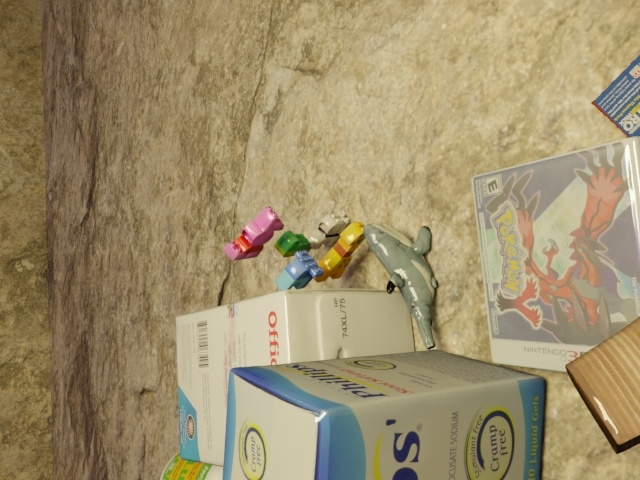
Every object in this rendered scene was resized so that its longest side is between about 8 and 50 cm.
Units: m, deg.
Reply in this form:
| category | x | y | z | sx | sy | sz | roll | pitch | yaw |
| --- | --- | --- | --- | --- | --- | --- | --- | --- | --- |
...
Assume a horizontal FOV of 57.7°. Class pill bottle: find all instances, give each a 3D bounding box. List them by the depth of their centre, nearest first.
| category | x | y | z | sx | sy | sz | roll | pitch | yaw |
| --- | --- | --- | --- | --- | --- | --- | --- | --- | --- |
| pill bottle | -0.145 | 0.397 | 0.917 | 0.246 | 0.137 | 0.136 | -21 | 71 | 49 |

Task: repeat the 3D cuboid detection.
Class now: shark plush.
| category | x | y | z | sx | sy | sz | roll | pitch | yaw |
| --- | --- | --- | --- | --- | --- | --- | --- | --- | --- |
| shark plush | 0.097 | 0.054 | 0.696 | 0.073 | 0.067 | 0.161 | -27 | 66 | 47 |

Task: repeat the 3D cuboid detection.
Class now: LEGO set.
| category | x | y | z | sx | sy | sz | roll | pitch | yaw |
| --- | --- | --- | --- | --- | --- | --- | --- | --- | --- |
| LEGO set | 0.000 | 0.000 | 0.731 | 0.087 | 0.227 | 0.093 | 48 | 116 | 18 |

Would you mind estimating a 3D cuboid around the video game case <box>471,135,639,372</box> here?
| category | x | y | z | sx | sy | sz | roll | pitch | yaw |
| --- | --- | --- | --- | --- | --- | --- | --- | --- | --- |
| video game case | 0.222 | 0.022 | 0.540 | 0.183 | 0.023 | 0.201 | -10 | 85 | 59 |

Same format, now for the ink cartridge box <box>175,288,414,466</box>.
| category | x | y | z | sx | sy | sz | roll | pitch | yaw |
| --- | --- | --- | --- | --- | --- | --- | --- | --- | --- |
| ink cartridge box | -0.038 | 0.178 | 0.750 | 0.270 | 0.197 | 0.198 | -18 | 73 | 49 |

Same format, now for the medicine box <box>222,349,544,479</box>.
| category | x | y | z | sx | sy | sz | roll | pitch | yaw |
| --- | --- | --- | --- | --- | --- | --- | --- | --- | --- |
| medicine box | 0.062 | 0.252 | 0.544 | 0.149 | 0.290 | 0.263 | 3 | 89 | 52 |

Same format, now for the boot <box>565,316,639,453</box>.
| category | x | y | z | sx | sy | sz | roll | pitch | yaw |
| --- | --- | --- | --- | --- | --- | --- | --- | --- | --- |
| boot | 0.321 | 0.144 | 0.350 | 0.220 | 0.109 | 0.283 | -30 | 58 | 11 |

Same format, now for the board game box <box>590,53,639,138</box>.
| category | x | y | z | sx | sy | sz | roll | pitch | yaw |
| --- | --- | --- | --- | --- | --- | --- | --- | --- | --- |
| board game box | 0.327 | -0.096 | 0.436 | 0.146 | 0.045 | 0.193 | -52 | 49 | 35 |
